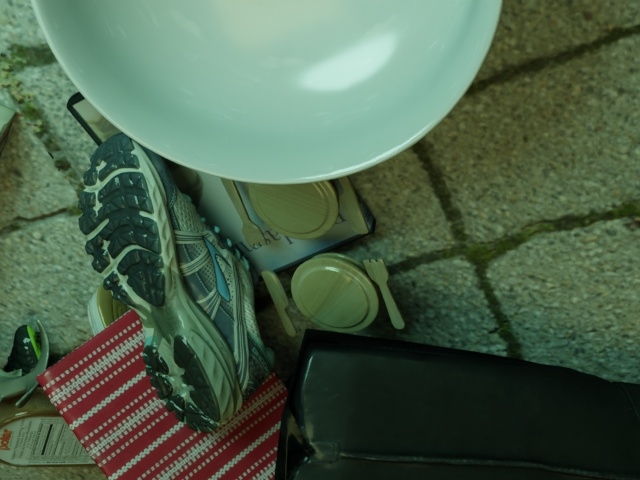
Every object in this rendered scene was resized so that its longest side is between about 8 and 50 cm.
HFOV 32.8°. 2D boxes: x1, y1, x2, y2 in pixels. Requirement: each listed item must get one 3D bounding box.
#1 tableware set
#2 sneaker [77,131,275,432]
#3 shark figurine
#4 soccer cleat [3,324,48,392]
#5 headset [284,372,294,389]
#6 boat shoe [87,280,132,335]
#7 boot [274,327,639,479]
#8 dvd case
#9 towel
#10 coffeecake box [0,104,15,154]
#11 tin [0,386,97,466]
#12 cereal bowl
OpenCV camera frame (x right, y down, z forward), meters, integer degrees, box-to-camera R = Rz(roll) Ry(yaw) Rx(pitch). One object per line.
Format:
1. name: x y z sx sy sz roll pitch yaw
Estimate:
1. tableware set: 0.000 0.000 1.005 0.128 0.039 0.194 -6 121 28
2. sneaker: -0.127 0.029 1.015 0.110 0.122 0.283 -7 107 42
3. shark figurine: -0.388 0.142 1.114 0.278 0.116 0.166 19 134 20
4. soccer cleat: -0.329 0.167 1.185 0.072 0.060 0.179 -9 132 -21
5. headset: 0.076 0.287 1.202 0.243 0.185 0.394 -7 110 10
6. boat shoe: -0.171 0.163 1.132 0.096 0.098 0.277 -16 108 41
7. boot: 0.170 0.289 1.023 0.445 0.367 0.146 8 173 -15
8. dvd case: -0.088 -0.069 1.004 0.180 0.022 0.253 -24 120 24
9. towel: -0.115 0.187 1.051 0.275 0.199 0.031 54 150 0
10. coffeecake box: -0.387 -0.066 1.021 0.142 0.068 0.185 25 126 -10
11. tin: -0.269 0.204 1.183 0.190 0.040 0.106 4 130 -24
12. cereal bowl: -0.036 -0.215 0.808 0.339 0.141 0.339 3 124 4
